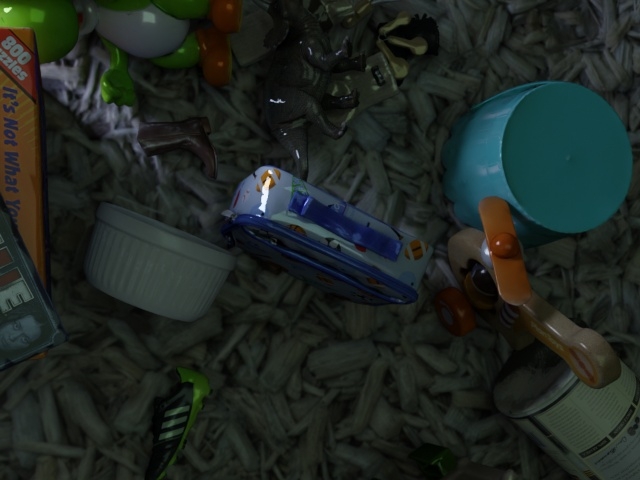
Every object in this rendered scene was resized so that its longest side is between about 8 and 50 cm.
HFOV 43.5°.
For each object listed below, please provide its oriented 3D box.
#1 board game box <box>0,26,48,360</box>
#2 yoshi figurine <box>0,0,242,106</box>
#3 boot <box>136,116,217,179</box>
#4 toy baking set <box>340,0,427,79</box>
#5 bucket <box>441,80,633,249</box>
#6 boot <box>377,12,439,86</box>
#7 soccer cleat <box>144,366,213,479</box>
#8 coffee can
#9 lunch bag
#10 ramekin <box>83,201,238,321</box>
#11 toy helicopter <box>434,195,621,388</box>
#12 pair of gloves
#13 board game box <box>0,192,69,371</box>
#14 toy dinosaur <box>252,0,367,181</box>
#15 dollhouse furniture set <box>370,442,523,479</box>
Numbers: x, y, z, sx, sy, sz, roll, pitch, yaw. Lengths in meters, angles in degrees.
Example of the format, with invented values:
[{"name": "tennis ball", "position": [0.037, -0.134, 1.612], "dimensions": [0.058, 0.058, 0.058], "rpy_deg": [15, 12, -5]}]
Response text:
[{"name": "board game box", "position": [-0.515, -0.036, 0.959], "dimensions": [0.356, 0.356, 0.356], "rpy_deg": [-2, 87, -17]}, {"name": "yoshi figurine", "position": [-0.297, -0.300, 1.134], "dimensions": [0.362, 0.203, 0.204], "rpy_deg": [5, 92, -13]}, {"name": "boot", "position": [-0.219, -0.135, 1.223], "dimensions": [0.114, 0.037, 0.106], "rpy_deg": [-10, 76, -21]}, {"name": "toy baking set", "position": [0.070, -0.361, 1.310], "dimensions": [0.196, 0.030, 0.256], "rpy_deg": [-7, 87, -3]}, {"name": "bucket", "position": [0.359, -0.123, 1.324], "dimensions": [0.281, 0.183, 0.281], "rpy_deg": [1, 86, -17]}, {"name": "boot", "position": [0.153, -0.318, 1.347], "dimensions": [0.099, 0.045, 0.121], "rpy_deg": [-9, 86, -18]}, {"name": "soccer cleat", "position": [-0.225, 0.274, 1.189], "dimensions": [0.072, 0.060, 0.179], "rpy_deg": [27, 73, -4]}, {"name": "coffee can", "position": [0.450, 0.291, 1.315], "dimensions": [0.275, 0.201, 0.201], "rpy_deg": [44, 76, -10]}, {"name": "lunch bag", "position": [0.000, 0.000, 1.174], "dimensions": [0.303, 0.243, 0.115], "rpy_deg": [24, 79, -15]}, {"name": "ramekin", "position": [-0.231, 0.033, 1.127], "dimensions": [0.207, 0.207, 0.109], "rpy_deg": [23, 89, -14]}, {"name": "toy helicopter", "position": [0.308, 0.087, 1.199], "dimensions": [0.140, 0.355, 0.235], "rpy_deg": [-26, 128, -17]}, {"name": "pair of gloves", "position": [-0.013, -0.286, 1.269], "dimensions": [0.204, 0.042, 0.240], "rpy_deg": [-31, 91, 7]}, {"name": "board game box", "position": [-0.376, 0.024, 0.789], "dimensions": [0.165, 0.042, 0.243], "rpy_deg": [-26, 95, -18]}, {"name": "toy dinosaur", "position": [-0.025, -0.233, 1.212], "dimensions": [0.160, 0.121, 0.314], "rpy_deg": [9, 105, 20]}, {"name": "dollhouse furniture set", "position": [0.178, 0.426, 1.169], "dimensions": [0.197, 0.301, 0.151], "rpy_deg": [-30, 93, -19]}]
